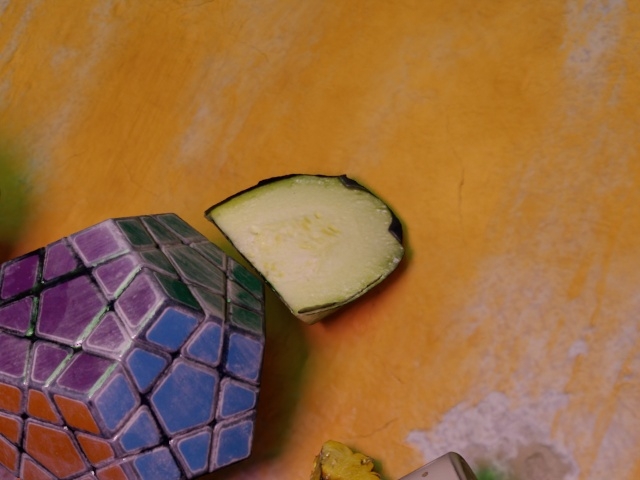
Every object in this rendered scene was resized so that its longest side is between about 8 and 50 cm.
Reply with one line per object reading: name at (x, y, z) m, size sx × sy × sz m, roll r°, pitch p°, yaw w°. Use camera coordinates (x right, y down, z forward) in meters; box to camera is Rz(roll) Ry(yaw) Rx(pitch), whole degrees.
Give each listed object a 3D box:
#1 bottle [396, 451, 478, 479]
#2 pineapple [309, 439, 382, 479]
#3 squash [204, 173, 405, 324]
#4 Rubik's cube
bottle at (0.052, 0.297, 1.580) m, size 0.233 × 0.110 × 0.110 m, roll -29°, pitch 56°, yaw 7°
pineapple at (0.037, 0.250, 1.642) m, size 0.114 × 0.077 × 0.114 m, roll 2°, pitch 66°, yaw 6°
squash at (-0.006, 0.018, 1.798) m, size 0.184 × 0.085 × 0.192 m, roll -22°, pitch 53°, yaw -28°
Rubik's cube at (-0.194, 0.125, 1.678) m, size 0.319 × 0.319 × 0.264 m, roll -52°, pitch 32°, yaw -13°
